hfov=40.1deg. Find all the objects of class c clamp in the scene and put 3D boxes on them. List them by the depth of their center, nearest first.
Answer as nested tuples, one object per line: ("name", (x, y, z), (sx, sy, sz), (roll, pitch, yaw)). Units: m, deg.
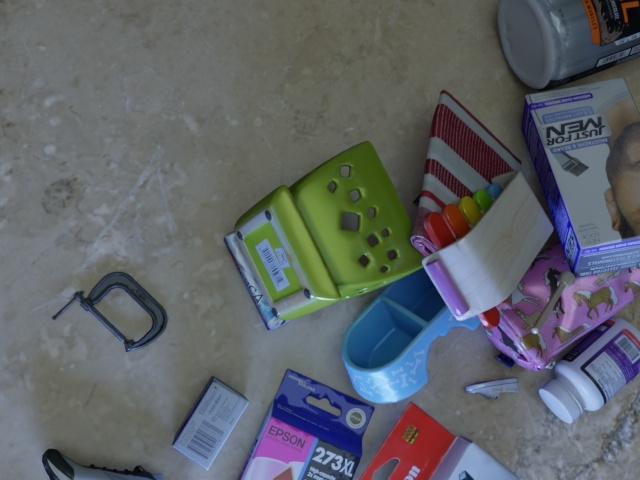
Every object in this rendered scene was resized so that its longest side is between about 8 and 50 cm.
("c clamp", (-0.349, 0.129, 1.496), (0.160, 0.022, 0.137), (38, 74, -1))

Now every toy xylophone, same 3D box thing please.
("toy xylophone", (0.292, 0.021, 1.398), (0.322, 0.081, 0.236), (-31, 95, -48))

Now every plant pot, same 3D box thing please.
("plant pot", (0.000, 0.000, 1.431), (0.207, 0.227, 0.228), (-26, 89, -30))

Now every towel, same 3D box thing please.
("towel", (0.254, -0.070, 1.491), (0.237, 0.037, 0.329), (37, 49, -29))

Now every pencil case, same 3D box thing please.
("pencil case", (0.466, 0.076, 1.557), (0.386, 0.160, 0.167), (-32, 111, -12))

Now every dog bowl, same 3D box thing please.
("dog bowl", (0.155, 0.138, 1.492), (0.297, 0.166, 0.074), (-46, 130, -10))

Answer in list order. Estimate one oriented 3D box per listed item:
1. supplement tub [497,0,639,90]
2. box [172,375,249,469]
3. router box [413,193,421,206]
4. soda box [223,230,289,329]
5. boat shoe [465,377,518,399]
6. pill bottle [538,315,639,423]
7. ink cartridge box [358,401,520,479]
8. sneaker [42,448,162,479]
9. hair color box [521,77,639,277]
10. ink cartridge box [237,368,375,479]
("supplement tub", (0.513, -0.418, 1.597), (0.337, 0.207, 0.207), (-21, 87, -11))
("box", (-0.181, 0.295, 1.440), (0.072, 0.137, 0.126), (32, 80, -3))
("router box", (0.244, -0.083, 1.600), (0.092, 0.038, 0.122), (44, 79, -2))
("soda box", (-0.102, 0.062, 1.521), (0.063, 0.058, 0.183), (-26, 87, -11))
("boat shoe", (0.309, 0.269, 1.573), (0.100, 0.035, 0.035), (-5, 81, -16))
("pill bottle", (0.488, 0.234, 1.566), (0.193, 0.108, 0.108), (-38, 90, -11))
("ink cartridge box", (0.177, 0.452, 1.490), (0.239, 0.060, 0.275), (39, 79, -20))
("sneaker", (-0.329, 0.409, 1.435), (0.271, 0.100, 0.108), (31, 66, -8))
("hair color box", (0.484, -0.115, 1.523), (0.185, 0.110, 0.339), (-11, 58, 1))
("ink cartridge box", (-0.050, 0.422, 1.487), (0.175, 0.069, 0.371), (25, 78, -5))
